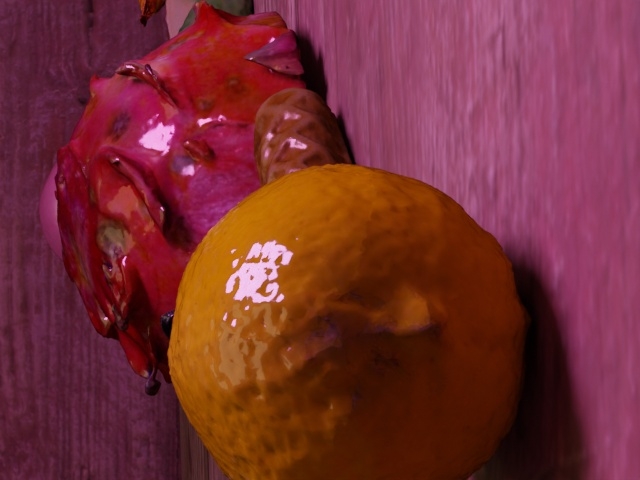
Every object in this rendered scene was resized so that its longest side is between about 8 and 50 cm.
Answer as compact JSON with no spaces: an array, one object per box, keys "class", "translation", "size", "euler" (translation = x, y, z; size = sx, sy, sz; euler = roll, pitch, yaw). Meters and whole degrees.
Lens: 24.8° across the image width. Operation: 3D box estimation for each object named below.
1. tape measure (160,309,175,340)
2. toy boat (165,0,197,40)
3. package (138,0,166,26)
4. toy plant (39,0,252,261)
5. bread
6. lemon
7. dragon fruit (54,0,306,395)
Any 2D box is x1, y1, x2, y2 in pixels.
[{"class":"tape measure","translation":[-0.042,0.124,1.081],"size":[0.107,0.180,0.104],"euler":[-104,32,-58]},{"class":"toy boat","translation":[-0.143,-0.315,1.876],"size":[0.141,0.099,0.317],"euler":[20,118,36]},{"class":"package","translation":[-0.198,-0.447,1.996],"size":[0.288,0.108,0.223],"euler":[-59,-19,-55]},{"class":"toy plant","translation":[-0.203,-0.115,1.811],"size":[0.356,0.211,0.317],"euler":[-43,44,48]},{"class":"bread","translation":[0.000,0.001,1.065],"size":[0.077,0.084,0.367],"euler":[-42,31,21]},{"class":"lemon","translation":[0.013,0.051,0.704],"size":[0.193,0.181,0.180],"euler":[25,119,56]},{"class":"dragon fruit","translation":[-0.124,-0.035,1.376],"size":[0.386,0.249,0.371],"euler":[95,164,-47]}]
